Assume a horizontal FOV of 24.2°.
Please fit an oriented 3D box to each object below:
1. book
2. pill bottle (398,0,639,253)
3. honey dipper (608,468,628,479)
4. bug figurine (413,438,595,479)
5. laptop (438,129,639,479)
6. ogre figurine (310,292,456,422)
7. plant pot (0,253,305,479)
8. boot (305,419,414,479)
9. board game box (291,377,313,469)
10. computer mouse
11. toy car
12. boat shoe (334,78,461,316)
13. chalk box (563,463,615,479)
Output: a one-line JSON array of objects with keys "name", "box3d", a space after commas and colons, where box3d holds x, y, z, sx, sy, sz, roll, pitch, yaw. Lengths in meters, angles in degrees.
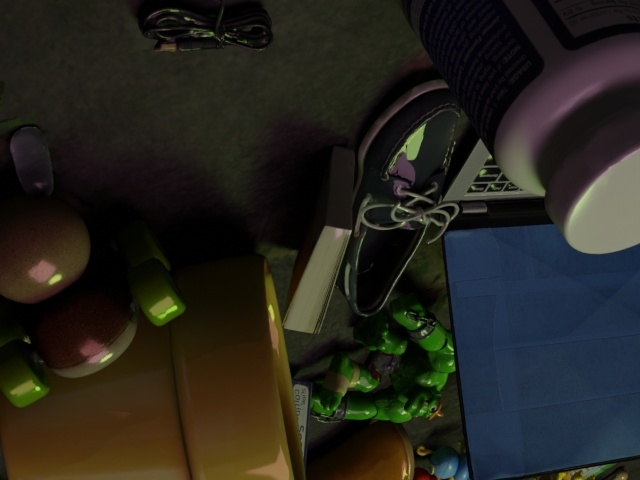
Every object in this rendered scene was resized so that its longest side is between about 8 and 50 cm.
[{"name": "book", "box3d": [0.000, 0.000, 1.312, 0.035, 0.096, 0.144, 11, 138, -7]}, {"name": "pill bottle", "box3d": [0.174, -0.128, 1.098, 0.153, 0.264, 0.153, -18, 146, -13]}, {"name": "honey dipper", "box3d": [0.377, 0.380, 2.155, 0.161, 0.030, 0.030, -38, 145, 11]}, {"name": "bug figurine", "box3d": [0.199, 0.289, 1.728, 0.216, 0.072, 0.279, 17, 163, 0]}, {"name": "laptop", "box3d": [0.328, -0.002, 1.407, 0.382, 0.236, 0.408, -4, 141, -32]}, {"name": "ogre figurine", "box3d": [0.078, 0.132, 1.554, 0.118, 0.097, 0.197, 18, 113, -26]}, {"name": "plant pot", "box3d": [-0.144, 0.153, 1.303, 0.239, 0.254, 0.254, -10, 146, 0]}, {"name": "boot", "box3d": [-0.036, 0.309, 1.700, 0.211, 0.104, 0.295, -3, 144, -32]}, {"name": "board game box", "box3d": [-0.071, 0.232, 1.499, 0.035, 0.201, 0.136, -6, 164, 41]}, {"name": "computer mouse", "box3d": [-0.062, -0.203, 1.040, 0.106, 0.042, 0.193, -4, 147, -23]}, {"name": "toy car", "box3d": [-0.222, 0.005, 1.172, 0.155, 0.149, 0.188, -31, 118, 0]}, {"name": "boat shoe", "box3d": [0.067, -0.033, 1.325, 0.095, 0.079, 0.254, -2, 140, -32]}, {"name": "chalk box", "box3d": [0.306, 0.193, 1.754, 0.132, 0.132, 0.213, -34, 147, 11]}]
